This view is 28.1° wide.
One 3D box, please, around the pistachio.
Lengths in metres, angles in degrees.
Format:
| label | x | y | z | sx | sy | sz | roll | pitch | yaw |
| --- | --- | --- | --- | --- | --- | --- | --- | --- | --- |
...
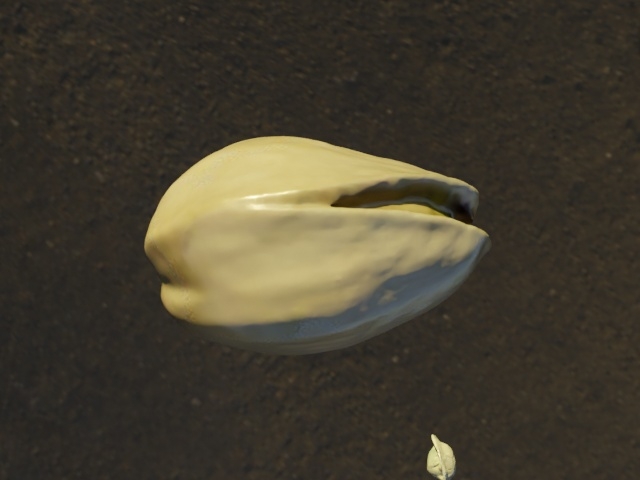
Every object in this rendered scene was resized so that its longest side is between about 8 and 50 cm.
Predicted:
| label | x | y | z | sx | sy | sz | roll | pitch | yaw |
| --- | --- | --- | --- | --- | --- | --- | --- | --- | --- |
| pistachio | 0.000 | 0.000 | 1.195 | 0.331 | 0.208 | 0.226 | 0 | 155 | -19 |

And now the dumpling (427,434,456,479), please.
| label | x | y | z | sx | sy | sz | roll | pitch | yaw |
| --- | --- | --- | --- | --- | --- | --- | --- | --- | --- |
| dumpling | 0.176 | 0.323 | 1.871 | 0.059 | 0.043 | 0.077 | 59 | 41 | -67 |
